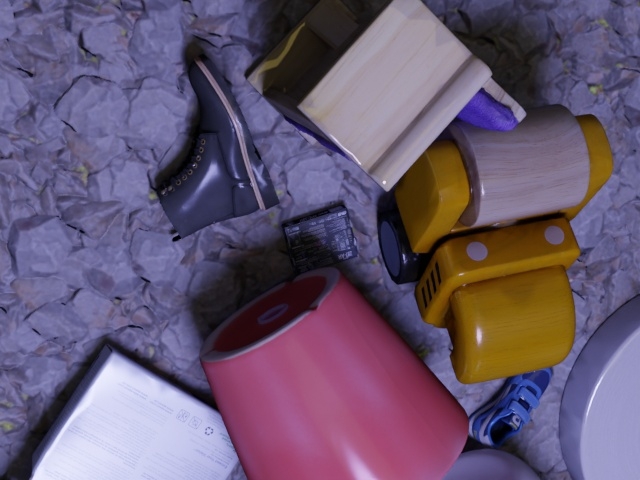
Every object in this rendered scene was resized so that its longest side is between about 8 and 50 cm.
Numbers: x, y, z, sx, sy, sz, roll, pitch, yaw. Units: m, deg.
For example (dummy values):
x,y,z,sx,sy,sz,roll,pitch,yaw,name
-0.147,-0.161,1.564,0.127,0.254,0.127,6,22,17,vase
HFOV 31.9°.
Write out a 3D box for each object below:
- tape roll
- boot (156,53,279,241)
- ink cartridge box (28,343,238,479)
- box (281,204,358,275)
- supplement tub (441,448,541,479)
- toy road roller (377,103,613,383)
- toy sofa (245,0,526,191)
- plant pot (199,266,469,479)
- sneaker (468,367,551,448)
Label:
x,y,z,sx,sy,sz,roll,pitch,yaw,name
0.528,0.243,1.582,0.392,0.072,0.392,-4,106,-14,tape roll
-0.144,-0.100,1.289,0.137,0.077,0.198,-24,110,-3,boot
-0.229,0.274,1.371,0.223,0.045,0.224,35,85,-23,ink cartridge box
0.000,0.000,1.386,0.083,0.018,0.067,-19,110,-10,box
0.253,0.466,1.477,0.241,0.241,0.331,-38,113,-3,supplement tub
0.210,0.019,1.285,0.202,0.329,0.240,-12,68,-13,toy road roller
0.053,-0.150,1.174,0.177,0.362,0.150,43,90,-17,toy sofa
0.001,0.182,1.326,0.275,0.275,0.243,-32,102,-5,plant pot
0.263,0.224,1.506,0.053,0.059,0.144,42,91,-20,sneaker
